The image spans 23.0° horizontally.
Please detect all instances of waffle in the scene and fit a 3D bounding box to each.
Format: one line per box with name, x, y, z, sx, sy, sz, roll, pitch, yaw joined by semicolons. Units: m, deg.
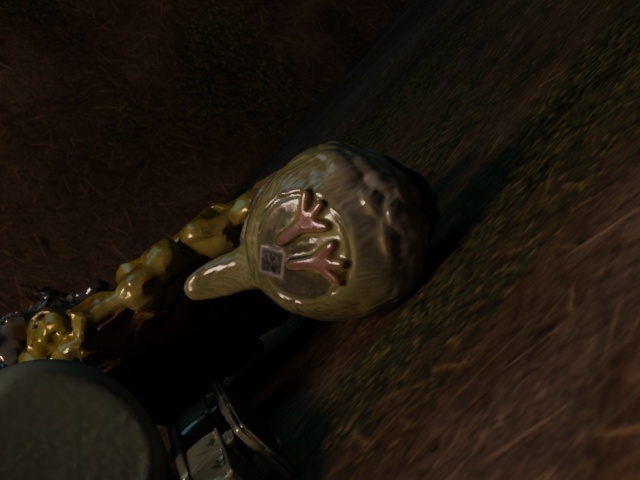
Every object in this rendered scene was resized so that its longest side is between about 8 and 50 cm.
waffle;-0.076;0.047;0.961;0.291;0.051;0.291;-37;-15;-11

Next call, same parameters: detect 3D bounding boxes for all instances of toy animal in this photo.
toy animal;0.000;0.000;0.831;0.137;0.098;0.098;-20;20;32

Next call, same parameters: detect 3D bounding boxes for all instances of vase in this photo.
vase;-0.159;0.154;0.842;0.128;0.128;0.248;-51;-2;-32

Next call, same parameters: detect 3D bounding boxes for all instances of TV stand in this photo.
TV stand;-0.044;0.103;0.754;0.042;0.036;0.249;-46;6;-4

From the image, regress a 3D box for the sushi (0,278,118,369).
sushi;-0.320;0.190;1.463;0.417;0.176;0.417;-43;-1;-1
